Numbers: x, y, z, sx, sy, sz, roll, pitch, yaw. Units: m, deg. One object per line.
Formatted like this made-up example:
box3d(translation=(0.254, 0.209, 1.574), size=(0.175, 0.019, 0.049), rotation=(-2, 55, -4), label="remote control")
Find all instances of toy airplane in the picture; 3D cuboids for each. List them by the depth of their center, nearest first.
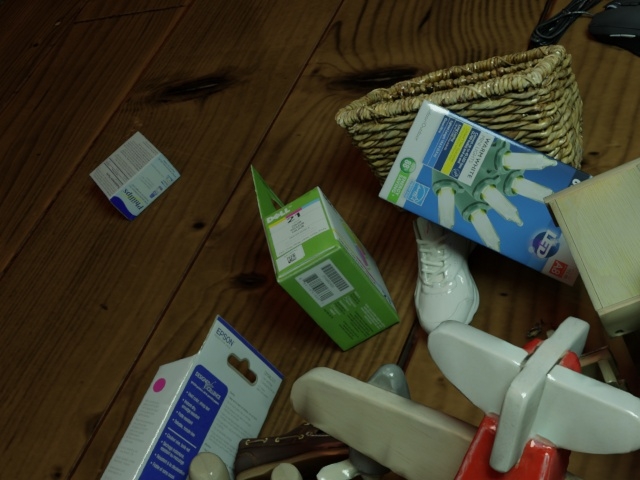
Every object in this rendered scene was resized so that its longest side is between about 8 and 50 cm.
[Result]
box3d(translation=(0.179, 0.247, 0.755), size=(0.384, 0.272, 0.386), rotation=(-30, 74, 28), label="toy airplane")

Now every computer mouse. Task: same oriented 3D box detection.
box3d(translation=(0.439, -0.321, 1.223), size=(0.184, 0.060, 0.262), rotation=(-40, 42, -3), label="computer mouse")

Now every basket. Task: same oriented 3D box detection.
box3d(translation=(0.208, -0.199, 1.157), size=(0.299, 0.223, 0.213), rotation=(-7, 51, 31), label="basket")

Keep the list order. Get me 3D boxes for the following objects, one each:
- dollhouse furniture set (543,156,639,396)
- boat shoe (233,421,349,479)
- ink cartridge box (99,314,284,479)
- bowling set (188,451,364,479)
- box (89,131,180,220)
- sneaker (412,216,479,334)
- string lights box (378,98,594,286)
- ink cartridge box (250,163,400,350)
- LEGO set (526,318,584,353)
box3d(translation=(0.335, 0.062, 0.827), size=(0.212, 0.242, 0.161), rotation=(-23, 43, 16), label="dollhouse furniture set")
box3d(translation=(-0.022, 0.265, 1.022), size=(0.207, 0.073, 0.073), rotation=(-16, 49, 23), label="boat shoe")
box3d(translation=(-0.182, 0.294, 1.031), size=(0.069, 0.175, 0.370), rotation=(6, 58, 38), label="ink cartridge box")
box3d(translation=(-0.023, 0.358, 0.919), size=(0.200, 0.154, 0.287), rotation=(-16, 40, -11), label="bowling set")
box3d(translation=(-0.371, -0.130, 1.605), size=(0.137, 0.072, 0.126), rotation=(-43, 43, -6), label="box")
box3d(translation=(0.156, 0.019, 1.080), size=(0.090, 0.115, 0.232), rotation=(-13, 48, 26), label="sneaker")
box3d(translation=(0.218, -0.061, 0.999), size=(0.260, 0.077, 0.133), rotation=(25, 99, 3), label="string lights box")
box3d(translation=(0.000, 0.000, 1.150), size=(0.097, 0.189, 0.255), rotation=(-30, 43, 11), label="ink cartridge box")
box3d(translation=(0.289, 0.124, 0.974), size=(0.054, 0.023, 0.083), rotation=(-33, 29, 3), label="LEGO set")
